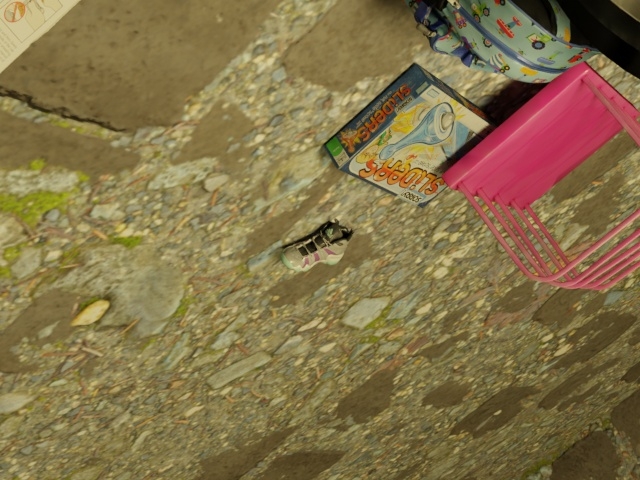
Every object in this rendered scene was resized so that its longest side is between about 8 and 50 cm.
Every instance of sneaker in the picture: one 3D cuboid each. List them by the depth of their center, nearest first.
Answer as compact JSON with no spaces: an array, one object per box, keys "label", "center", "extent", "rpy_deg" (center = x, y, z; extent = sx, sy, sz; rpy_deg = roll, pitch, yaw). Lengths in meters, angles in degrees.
[{"label":"sneaker","center":[0.000,0.000,1.259],"extent":[0.098,0.038,0.069],"rpy_deg":[-14,148,-47]}]

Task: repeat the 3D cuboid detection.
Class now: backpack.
[{"label":"backpack","center":[0.164,-0.203,0.933],"extent":[0.158,0.173,0.117],"rpy_deg":[-1,140,-45]}]

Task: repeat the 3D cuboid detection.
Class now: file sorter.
[{"label":"file sorter","center":[0.320,-0.057,1.271],"extent":[0.202,0.182,0.290],"rpy_deg":[-41,160,19]}]

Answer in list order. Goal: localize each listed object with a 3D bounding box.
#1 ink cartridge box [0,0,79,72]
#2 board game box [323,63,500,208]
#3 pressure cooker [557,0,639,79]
[{"label":"ink cartridge box","center":[-0.276,-0.169,0.718],"extent":[0.225,0.056,0.181],"rpy_deg":[-47,153,-8]},{"label":"board game box","center":[0.110,-0.110,1.181],"extent":[0.136,0.035,0.201],"rpy_deg":[-41,151,19]},{"label":"pressure cooker","center":[0.355,-0.287,0.768],"extent":[0.369,0.376,0.420],"rpy_deg":[-24,151,-18]}]
